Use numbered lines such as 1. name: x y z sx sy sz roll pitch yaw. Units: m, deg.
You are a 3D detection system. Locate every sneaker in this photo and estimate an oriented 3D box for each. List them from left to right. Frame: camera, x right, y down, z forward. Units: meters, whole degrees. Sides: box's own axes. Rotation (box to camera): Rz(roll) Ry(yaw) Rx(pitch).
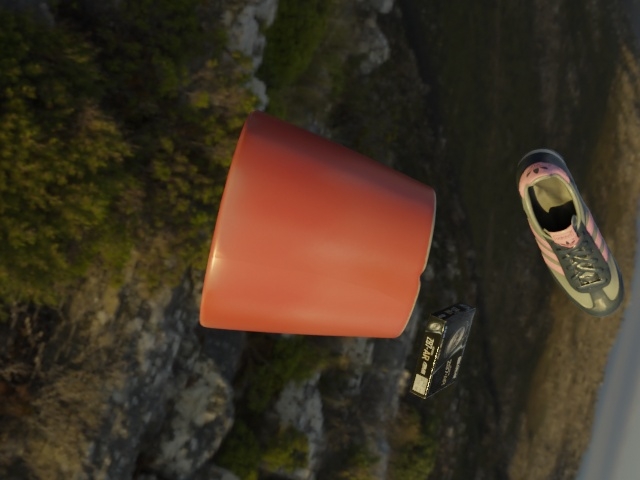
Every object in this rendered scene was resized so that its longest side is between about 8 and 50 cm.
1. sneaker: 0.411 0.005 1.444 0.319 0.112 0.131 59 21 -9

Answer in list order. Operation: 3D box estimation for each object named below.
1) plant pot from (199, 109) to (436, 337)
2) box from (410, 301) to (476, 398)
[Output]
1. plant pot: 0.000 0.000 1.074 0.275 0.243 0.274 -166 -90 -87
2. box: 0.119 0.106 0.847 0.067 0.018 0.083 -12 119 -54
